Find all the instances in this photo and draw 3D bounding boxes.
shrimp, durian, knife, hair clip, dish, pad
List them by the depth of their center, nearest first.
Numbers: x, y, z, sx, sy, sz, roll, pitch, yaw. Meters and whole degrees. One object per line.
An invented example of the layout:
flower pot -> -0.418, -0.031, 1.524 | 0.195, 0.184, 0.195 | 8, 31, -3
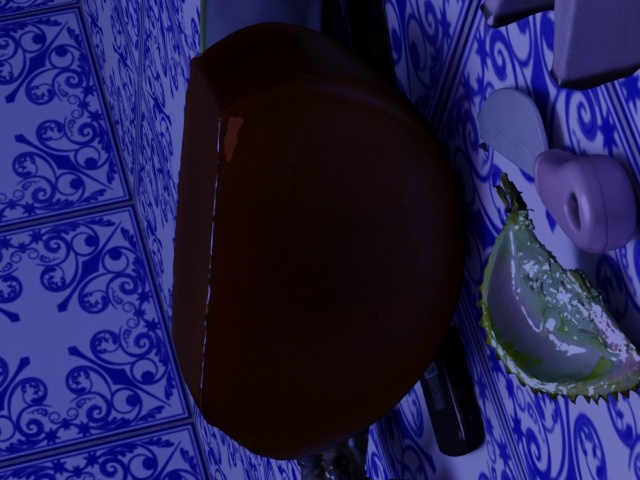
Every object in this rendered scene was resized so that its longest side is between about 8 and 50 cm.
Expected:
hair clip -> 0.168, -0.244, 1.176 | 0.331, 0.085, 0.101 | 93, 159, -46
durian -> 0.176, 0.047, 1.442 | 0.215, 0.086, 0.100 | 53, 134, 33
knife -> 0.162, -0.069, 1.484 | 0.336, 0.043, 0.081 | -129, 29, -68
pad -> 0.044, -0.237, 1.938 | 0.143, 0.003, 0.211 | -147, 46, -73
dish -> -0.030, -0.179, 1.976 | 0.324, 0.124, 0.324 | -2, -90, -81
shrimp -> 0.028, 0.198, 2.110 | 0.360, 0.085, 0.247 | 59, -138, -82

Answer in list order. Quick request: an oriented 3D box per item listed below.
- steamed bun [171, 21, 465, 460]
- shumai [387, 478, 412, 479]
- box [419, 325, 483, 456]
steamed bun -> 0.000, 0.000, 1.781 | 0.235, 0.248, 0.379 | -122, 34, -65
shumai -> 0.064, 0.339, 2.044 | 0.153, 0.161, 0.209 | -129, 28, -71
box -> 0.123, 0.151, 1.904 | 0.126, 0.027, 0.125 | 131, 125, -75
